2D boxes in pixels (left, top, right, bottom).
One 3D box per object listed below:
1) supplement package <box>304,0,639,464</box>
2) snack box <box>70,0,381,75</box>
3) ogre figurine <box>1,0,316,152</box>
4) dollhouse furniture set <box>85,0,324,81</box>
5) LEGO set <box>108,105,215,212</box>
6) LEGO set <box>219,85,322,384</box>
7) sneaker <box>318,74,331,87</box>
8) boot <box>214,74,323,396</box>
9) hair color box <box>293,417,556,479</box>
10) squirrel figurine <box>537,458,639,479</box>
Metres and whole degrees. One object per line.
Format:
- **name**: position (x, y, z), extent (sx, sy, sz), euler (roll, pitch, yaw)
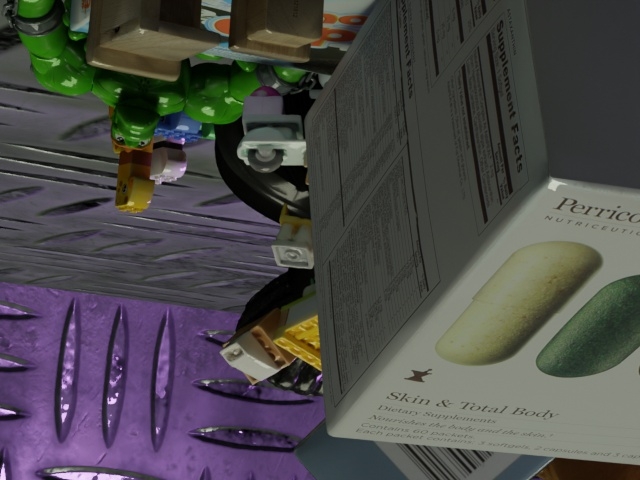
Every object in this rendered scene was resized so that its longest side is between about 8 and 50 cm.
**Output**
- **supplement package**: position (0.131, -0.035, 0.967), extent (0.199, 0.198, 0.262), euler (7, 149, -19)
- **snack box**: position (0.040, -0.134, 1.105), extent (0.322, 0.060, 0.187), euler (8, 171, -21)
- **ogre figurine**: position (-0.102, -0.117, 1.222), extent (0.197, 0.096, 0.118), euler (-7, 159, -19)
- **dollhouse furniture set**: position (-0.004, -0.130, 0.794), extent (0.182, 0.160, 0.101), euler (10, 171, -27)
- **LEGO set**: position (-0.115, -0.067, 1.556), extent (0.087, 0.093, 0.227), euler (10, 171, -30)
- **LEGO set**: position (0.013, -0.008, 1.268), extent (0.132, 0.107, 0.287), euler (12, 147, 3)
- **sneaker**: position (0.125, -0.084, 1.301), extent (0.258, 0.091, 0.094), euler (5, 172, -2)
- **boot**: position (0.002, 0.004, 1.472), extent (0.348, 0.131, 0.260), euler (11, 140, -43)
- **hair color box**: position (0.137, 0.073, 1.303), extent (0.185, 0.113, 0.374), euler (-44, 175, 21)
- **squirrel figurine**: position (0.326, 0.065, 1.537), extent (0.397, 0.370, 0.281), euler (35, -166, 37)
